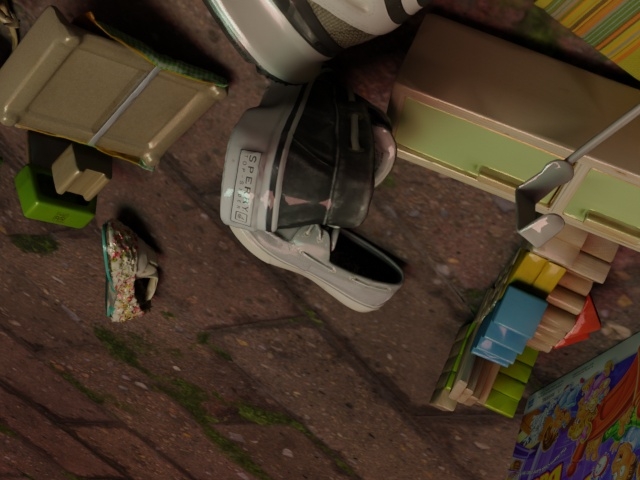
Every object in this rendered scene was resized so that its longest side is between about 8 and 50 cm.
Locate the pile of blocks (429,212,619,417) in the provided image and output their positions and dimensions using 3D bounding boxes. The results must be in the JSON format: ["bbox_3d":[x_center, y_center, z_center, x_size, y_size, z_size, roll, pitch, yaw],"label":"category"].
[{"bbox_3d":[0.223,0.110,0.974,0.112,0.149,0.362,23,145,4],"label":"pile of blocks"}]

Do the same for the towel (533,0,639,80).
[{"bbox_3d":[0.287,-0.151,0.704,0.237,0.021,0.102,32,151,-11],"label":"towel"}]

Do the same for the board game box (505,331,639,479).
[{"bbox_3d":[0.327,0.234,0.998,0.078,0.233,0.347,29,145,-6],"label":"board game box"}]

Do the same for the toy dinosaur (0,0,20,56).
[{"bbox_3d":[-0.344,-0.260,0.950,0.092,0.053,0.183,26,163,32],"label":"toy dinosaur"}]

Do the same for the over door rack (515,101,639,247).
[{"bbox_3d":[0.324,-0.065,0.641,0.239,0.108,0.324,38,112,-18],"label":"over door rack"}]

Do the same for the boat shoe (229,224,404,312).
[{"bbox_3d":[0.000,0.001,1.048,0.227,0.079,0.081,32,137,-17],"label":"boat shoe"}]

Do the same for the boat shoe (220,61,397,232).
[{"bbox_3d":[0.002,-0.071,0.750,0.119,0.335,0.121,14,113,1],"label":"boat shoe"}]

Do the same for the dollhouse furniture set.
[{"bbox_3d":[-0.269,-0.164,0.982,0.197,0.151,0.301,14,141,-41],"label":"dollhouse furniture set"}]

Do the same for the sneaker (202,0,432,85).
[{"bbox_3d":[-0.034,-0.340,0.582,0.257,0.169,0.447,-24,119,26],"label":"sneaker"}]

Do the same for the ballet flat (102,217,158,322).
[{"bbox_3d":[-0.268,0.040,1.277,0.077,0.091,0.241,-2,153,-13],"label":"ballet flat"}]

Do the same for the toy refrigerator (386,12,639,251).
[{"bbox_3d":[0.192,-0.085,0.771,0.269,0.094,0.102,22,153,6],"label":"toy refrigerator"}]
